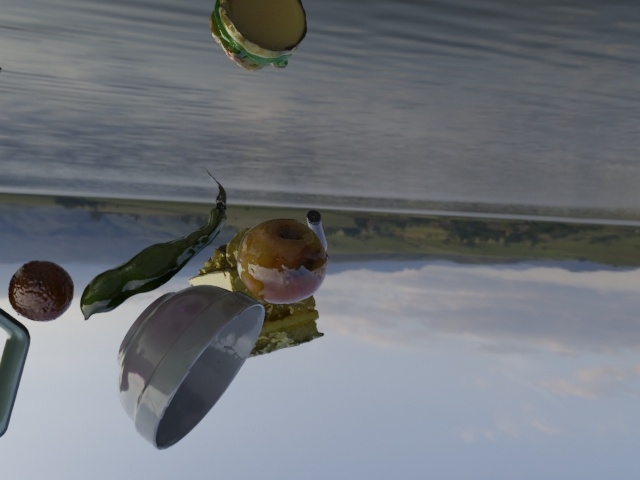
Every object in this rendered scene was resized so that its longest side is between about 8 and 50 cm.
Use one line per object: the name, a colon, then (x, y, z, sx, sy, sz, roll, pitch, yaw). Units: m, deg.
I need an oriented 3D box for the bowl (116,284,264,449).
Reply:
bowl: (-0.233, 0.189, 1.058, 0.144, 0.287, 0.287, 32, -170, 12)

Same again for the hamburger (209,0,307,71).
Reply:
hamburger: (-0.157, -0.510, 1.521, 0.237, 0.237, 0.149, 1, 163, -29)

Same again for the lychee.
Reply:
lychee: (-0.469, 0.086, 1.065, 0.114, 0.101, 0.140, 21, 162, 9)

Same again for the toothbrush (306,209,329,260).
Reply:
toothbrush: (-0.001, 0.000, 1.645, 0.041, 0.040, 0.364, 3, 162, 6)

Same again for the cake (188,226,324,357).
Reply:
cake: (-0.158, 0.119, 1.483, 0.222, 0.285, 0.227, -11, 177, -41)

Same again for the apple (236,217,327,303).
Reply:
apple: (-0.057, 0.031, 0.999, 0.147, 0.146, 0.146, 3, -177, 0)

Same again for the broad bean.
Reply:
broad bean: (-0.271, 0.022, 1.062, 0.098, 0.318, 0.056, 41, 165, 11)

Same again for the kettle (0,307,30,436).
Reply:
kettle: (-0.703, 0.195, 1.120, 0.250, 0.376, 0.361, 6, -178, 37)
